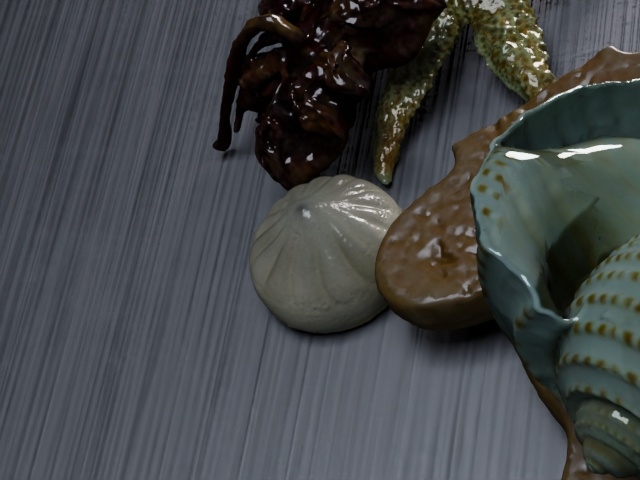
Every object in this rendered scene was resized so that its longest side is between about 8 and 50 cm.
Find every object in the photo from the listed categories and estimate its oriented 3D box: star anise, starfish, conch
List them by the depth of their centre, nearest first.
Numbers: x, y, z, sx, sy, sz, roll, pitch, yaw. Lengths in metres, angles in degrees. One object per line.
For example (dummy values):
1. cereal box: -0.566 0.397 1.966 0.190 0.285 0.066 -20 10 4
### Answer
1. conch: 0.250 0.033 1.314 0.303 0.215 0.319 30 43 29
2. star anise: -0.002 -0.152 1.670 0.190 0.126 0.220 28 91 44
3. starfish: 0.147 -0.217 1.719 0.347 0.078 0.358 -32 49 -4

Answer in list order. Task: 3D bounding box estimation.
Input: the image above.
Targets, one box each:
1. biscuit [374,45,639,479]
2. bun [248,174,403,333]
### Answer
1. biscuit: 0.264 0.025 1.487 0.368 0.076 0.394 -35 52 -3
2. bun: 0.000 0.000 1.608 0.138 0.094 0.138 -14 53 19
